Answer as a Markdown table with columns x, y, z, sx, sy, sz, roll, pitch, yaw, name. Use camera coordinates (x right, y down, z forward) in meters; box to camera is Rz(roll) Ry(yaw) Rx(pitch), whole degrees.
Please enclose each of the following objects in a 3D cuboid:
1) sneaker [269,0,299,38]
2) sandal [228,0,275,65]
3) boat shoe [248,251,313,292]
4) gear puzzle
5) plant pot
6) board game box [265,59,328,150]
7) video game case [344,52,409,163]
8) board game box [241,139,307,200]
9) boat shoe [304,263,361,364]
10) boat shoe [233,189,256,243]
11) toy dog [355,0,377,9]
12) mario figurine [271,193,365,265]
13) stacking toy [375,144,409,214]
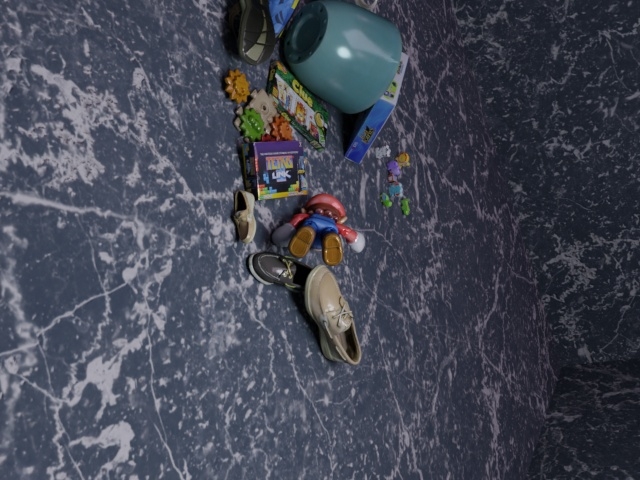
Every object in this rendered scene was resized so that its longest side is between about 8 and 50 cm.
| x | y | z | sx | sy | sz | roll | pitch | yaw | name |
| --- | --- | --- | --- | --- | --- | --- | --- | --- | --- |
| -0.128 | -0.609 | 1.955 | 0.082 | 0.069 | 0.209 | 28 | 59 | -11 | sneaker |
| -0.184 | -0.567 | 1.820 | 0.120 | 0.086 | 0.303 | 29 | 48 | -49 | sandal |
| -0.086 | 0.074 | 1.755 | 0.227 | 0.068 | 0.081 | 24 | 60 | -52 | boat shoe |
| -0.134 | -0.295 | 1.815 | 0.339 | 0.044 | 0.175 | 57 | 44 | -29 | gear puzzle |
| 0.042 | -0.534 | 1.989 | 0.235 | 0.293 | 0.293 | 18 | 63 | -41 | plant pot |
| -0.062 | -0.375 | 1.996 | 0.259 | 0.030 | 0.136 | 38 | 47 | -46 | board game box |
| 0.169 | -0.408 | 2.170 | 0.061 | 0.269 | 0.244 | 24 | 51 | -7 | video game case |
| -0.112 | -0.176 | 1.772 | 0.170 | 0.048 | 0.141 | -12 | 100 | -46 | board game box |
| 0.040 | 0.193 | 1.815 | 0.109 | 0.098 | 0.303 | -40 | 130 | -37 | boat shoe |
| -0.183 | -0.057 | 1.672 | 0.045 | 0.050 | 0.136 | 28 | 46 | -47 | boat shoe |
| 0.028 | -0.824 | 2.109 | 0.161 | 0.220 | 0.334 | -33 | 116 | -53 | toy dog |
| 0.000 | 0.000 | 1.825 | 0.198 | 0.170 | 0.320 | 49 | 14 | -8 | mario figurine |
| 0.256 | -0.207 | 2.416 | 0.167 | 0.052 | 0.221 | 12 | 70 | -56 | stacking toy |
